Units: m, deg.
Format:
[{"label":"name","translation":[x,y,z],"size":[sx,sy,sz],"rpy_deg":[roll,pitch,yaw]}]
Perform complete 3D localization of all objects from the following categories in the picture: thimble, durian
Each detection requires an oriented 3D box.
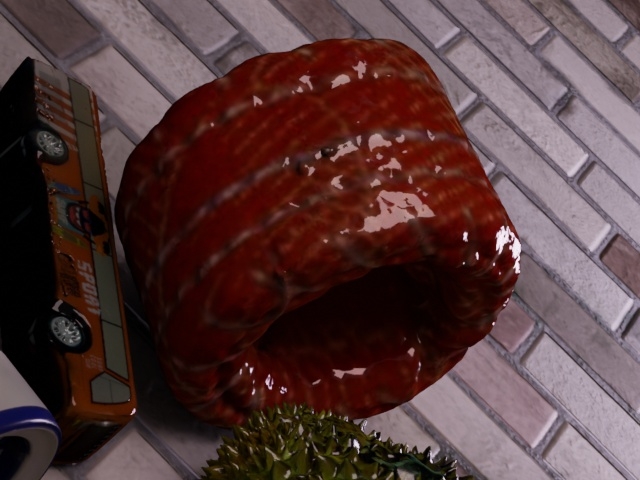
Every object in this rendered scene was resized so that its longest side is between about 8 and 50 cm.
[{"label":"thimble","translation":[0.000,0.000,1.676],"size":[0.350,0.350,0.230],"rpy_deg":[5,49,-43]},{"label":"durian","translation":[0.019,0.249,1.516],"size":[0.291,0.224,0.291],"rpy_deg":[23,36,-18]}]

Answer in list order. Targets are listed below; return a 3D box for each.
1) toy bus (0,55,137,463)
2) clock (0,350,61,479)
[{"label":"toy bus","translation":[-0.234,0.011,1.636],"size":[0.092,0.093,0.408],"rpy_deg":[23,39,-35]},{"label":"clock","translation":[-0.291,0.168,1.280],"size":[0.230,0.230,0.083],"rpy_deg":[-14,61,-52]}]
